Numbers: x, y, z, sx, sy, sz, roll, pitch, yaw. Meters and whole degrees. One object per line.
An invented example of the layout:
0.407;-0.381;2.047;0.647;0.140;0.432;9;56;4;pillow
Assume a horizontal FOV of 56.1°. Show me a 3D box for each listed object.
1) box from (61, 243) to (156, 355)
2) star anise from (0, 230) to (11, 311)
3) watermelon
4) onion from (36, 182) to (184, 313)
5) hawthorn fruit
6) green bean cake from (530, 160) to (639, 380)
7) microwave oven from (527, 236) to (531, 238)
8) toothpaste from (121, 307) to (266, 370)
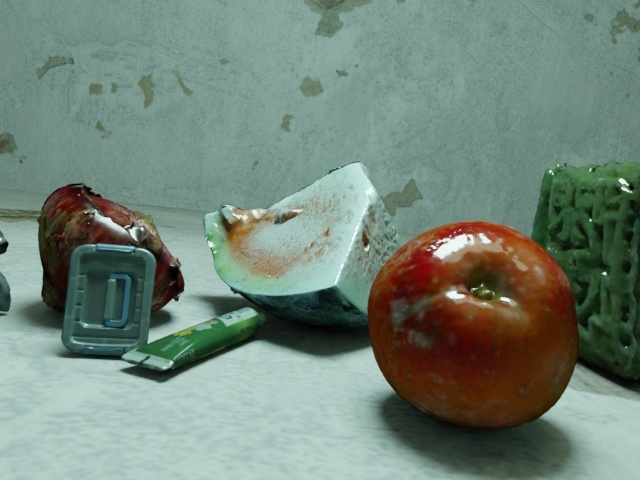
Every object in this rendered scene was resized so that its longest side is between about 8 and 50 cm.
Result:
-0.193;0.056;0.560;0.074;0.099;0.054;5;-9;-9;box
-0.415;0.001;0.573;0.212;0.129;0.282;43;10;24;star anise
0.000;0.000;0.737;0.319;0.214;0.289;18;7;-1;watermelon
-0.245;0.026;0.675;0.184;0.147;0.184;42;0;0;onion
0.115;0.064;0.472;0.172;0.173;0.173;6;5;-1;hawthorn fruit
0.351;0.026;0.727;0.132;0.241;0.255;1;7;-9;green bean cake
0.342;0.061;0.958;0.205;0.129;0.163;4;4;-30;microwave oven
-0.108;0.094;0.589;0.049;0.032;0.204;8;7;23;toothpaste
